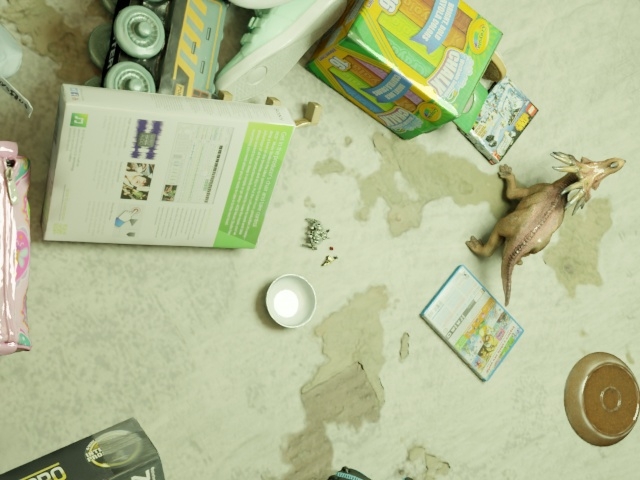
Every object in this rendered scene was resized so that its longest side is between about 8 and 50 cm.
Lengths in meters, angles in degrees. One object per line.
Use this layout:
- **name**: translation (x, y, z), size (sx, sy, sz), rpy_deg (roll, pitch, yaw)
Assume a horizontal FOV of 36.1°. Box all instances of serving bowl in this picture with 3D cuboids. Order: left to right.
- **serving bowl**: translation (-0.050, 0.095, 1.529), size (0.083, 0.027, 0.083), rpy_deg (3, 82, -24)

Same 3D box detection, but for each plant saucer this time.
- **plant saucer**: translation (0.511, 0.283, 1.750), size (0.168, 0.029, 0.169), rpy_deg (4, 81, -22)

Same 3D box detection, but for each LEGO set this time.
- **LEGO set**: translation (0.002, 0.000, 1.567), size (0.083, 0.023, 0.054), rpy_deg (45, 68, -12)

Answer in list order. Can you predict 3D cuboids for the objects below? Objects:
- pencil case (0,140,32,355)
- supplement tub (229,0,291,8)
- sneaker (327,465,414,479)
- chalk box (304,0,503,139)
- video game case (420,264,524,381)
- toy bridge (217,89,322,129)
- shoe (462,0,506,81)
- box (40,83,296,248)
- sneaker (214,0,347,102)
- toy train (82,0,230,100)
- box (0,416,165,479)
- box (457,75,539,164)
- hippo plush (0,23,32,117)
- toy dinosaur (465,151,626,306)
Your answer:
- **pencil case**: translation (-0.447, 0.013, 1.314), size (0.124, 0.124, 0.284), rpy_deg (2, 83, -24)
- **supplement tub**: translation (-0.114, -0.522, 1.462), size (0.193, 0.194, 0.316), rpy_deg (-13, 66, -25)
- **sneaker**: translation (0.004, 0.416, 1.479), size (0.340, 0.125, 0.140), rpy_deg (12, 51, -19)
- **chalk box**: translation (0.158, -0.290, 1.591), size (0.289, 0.179, 0.180), rpy_deg (33, 72, -16)
- **video game case**: translation (0.260, 0.140, 1.666), size (0.166, 0.015, 0.119), rpy_deg (46, 67, -11)
- **toy bridge**: translation (-0.080, -0.194, 1.541), size (0.188, 0.026, 0.063), rpy_deg (2, 115, -35)
- **shoe**: translation (0.255, -0.370, 1.701), size (0.219, 0.076, 0.058), rpy_deg (47, 73, -9)
- **box**: translation (-0.217, -0.095, 1.387), size (0.321, 0.232, 0.058), rpy_deg (4, 38, -23)
- **sneaker**: translation (-0.098, -0.338, 1.549), size (0.256, 0.094, 0.151), rpy_deg (-43, 71, -6)
- **toy train**: translation (-0.236, -0.275, 1.448), size (0.190, 0.142, 0.334), rpy_deg (16, 74, -33)
- **box**: translation (-0.328, 0.446, 1.212), size (0.318, 0.097, 0.395), rpy_deg (-20, 126, -23)
- **box**: translation (0.315, -0.214, 1.732), size (0.094, 0.027, 0.137), rpy_deg (44, 69, -11)
- **hippo plush**: translation (-0.540, -0.221, 1.292), size (0.236, 0.234, 0.294), rpy_deg (-34, 81, 6)
- **toy dinosaur**: translation (0.366, -0.041, 1.636), size (0.127, 0.200, 0.296), rpy_deg (36, 71, -15)
